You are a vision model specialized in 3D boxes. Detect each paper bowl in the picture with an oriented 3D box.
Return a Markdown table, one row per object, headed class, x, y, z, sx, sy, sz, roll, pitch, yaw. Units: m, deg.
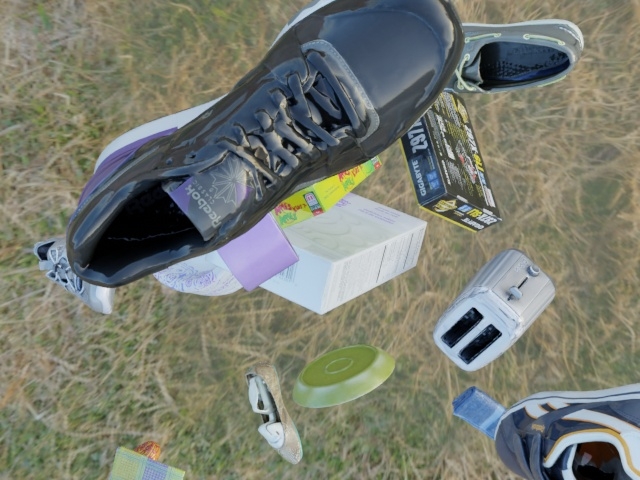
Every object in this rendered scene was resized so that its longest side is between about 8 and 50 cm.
| class | x | y | z | sx | sy | sz | roll | pitch | yaw |
| --- | --- | --- | --- | --- | --- | --- | --- | --- | --- |
| paper bowl | -0.201 | -0.034 | 1.706 | 0.284 | 0.148 | 0.284 | -8 | 76 | 35 |

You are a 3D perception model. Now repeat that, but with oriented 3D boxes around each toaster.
| class | x | y | z | sx | sy | sz | roll | pitch | yaw |
| --- | --- | --- | --- | --- | --- | --- | --- | --- | --- |
| toaster | 0.289 | 0.127 | 1.531 | 0.129 | 0.146 | 0.227 | 45 | 136 | 7 |

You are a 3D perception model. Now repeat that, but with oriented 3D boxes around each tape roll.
| class | x | y | z | sx | sy | sz | roll | pitch | yaw |
| --- | --- | --- | --- | --- | --- | --- | --- | --- | --- |
| tape roll | -0.109 | -0.034 | 1.148 | 0.080 | 0.189 | 0.189 | -31 | 94 | -1 |

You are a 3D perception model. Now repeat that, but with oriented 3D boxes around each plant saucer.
| class | x | y | z | sx | sy | sz | roll | pitch | yaw |
| --- | --- | --- | --- | --- | --- | --- | --- | --- | --- |
| plant saucer | 0.045 | 0.290 | 1.961 | 0.241 | 0.241 | 0.037 | -17 | 104 | 10 |

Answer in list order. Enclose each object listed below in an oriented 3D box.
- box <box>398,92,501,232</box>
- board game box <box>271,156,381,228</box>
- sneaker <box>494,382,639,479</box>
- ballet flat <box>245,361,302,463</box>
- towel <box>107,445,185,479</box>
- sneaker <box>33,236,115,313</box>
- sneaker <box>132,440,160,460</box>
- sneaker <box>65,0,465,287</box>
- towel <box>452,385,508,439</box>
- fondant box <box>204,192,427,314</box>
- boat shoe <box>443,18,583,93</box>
| class | x | y | z | sx | sy | sz | roll | pitch | yaw |
| --- | --- | --- | --- | --- | --- | --- | --- | --- | --- |
| box | 0.260 | -0.197 | 1.901 | 0.079 | 0.257 | 0.322 | -25 | 65 | 28 |
| board game box | 0.008 | -0.084 | 1.312 | 0.092 | 0.181 | 0.043 | -21 | 104 | 38 |
| sneaker | 0.293 | 0.254 | 1.047 | 0.126 | 0.321 | 0.127 | 48 | 59 | -2 |
| ballet flat | -0.098 | 0.336 | 1.706 | 0.073 | 0.067 | 0.206 | -35 | 70 | 40 |
| towel | -0.195 | 0.265 | 0.981 | 0.083 | 0.009 | 0.060 | 19 | 103 | 6 |
| sneaker | -0.420 | 0.058 | 1.513 | 0.115 | 0.281 | 0.105 | 6 | 96 | -29 |
| sneaker | -0.286 | 0.377 | 1.366 | 0.067 | 0.064 | 0.175 | 30 | 113 | -11 |
| sneaker | -0.035 | -0.050 | 0.544 | 0.283 | 0.124 | 0.107 | -30 | 112 | 21 |
| towel | 0.301 | 0.316 | 1.607 | 0.119 | 0.029 | 0.067 | 36 | 115 | -13 |
| fondant box | 0.000 | 0.000 | 1.514 | 0.238 | 0.330 | 0.096 | 23 | 112 | 26 |
| boat shoe | 0.263 | -0.290 | 1.427 | 0.305 | 0.091 | 0.109 | -4 | 120 | 21 |
